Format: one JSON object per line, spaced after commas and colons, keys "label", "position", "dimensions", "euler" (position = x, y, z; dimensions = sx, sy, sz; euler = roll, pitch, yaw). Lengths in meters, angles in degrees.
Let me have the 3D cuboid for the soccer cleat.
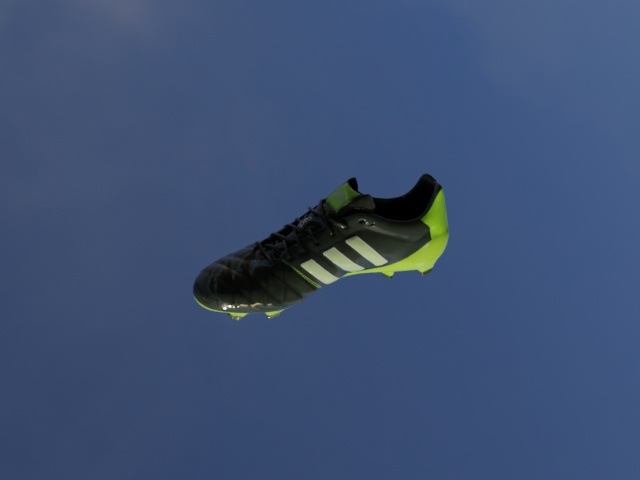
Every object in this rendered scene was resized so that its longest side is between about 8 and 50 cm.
{"label": "soccer cleat", "position": [0.000, 0.000, 1.277], "dimensions": [0.060, 0.179, 0.072], "euler": [-129, 31, -49]}
